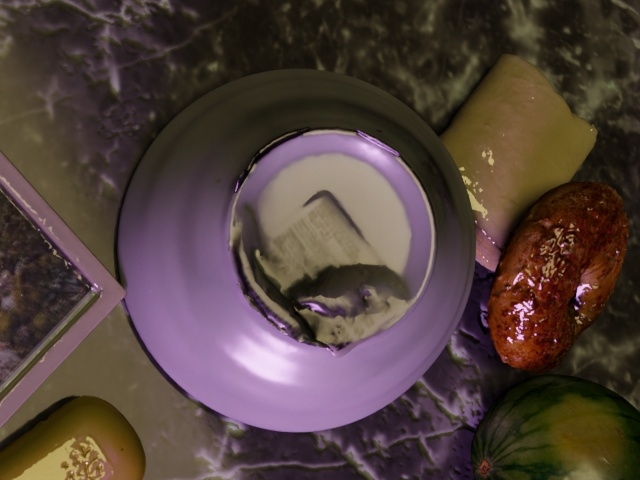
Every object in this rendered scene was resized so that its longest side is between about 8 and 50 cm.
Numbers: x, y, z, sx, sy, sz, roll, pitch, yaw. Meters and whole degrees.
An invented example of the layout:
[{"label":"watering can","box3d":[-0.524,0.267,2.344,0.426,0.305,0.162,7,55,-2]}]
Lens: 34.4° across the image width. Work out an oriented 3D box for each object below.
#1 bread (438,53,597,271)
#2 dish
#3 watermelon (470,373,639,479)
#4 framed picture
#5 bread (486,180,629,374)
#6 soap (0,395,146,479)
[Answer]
[{"label":"bread","box3d":[0.177,-0.075,0.985,0.139,0.060,0.178,44,66,-15]},{"label":"dish","box3d":[0.000,0.000,0.835,0.316,0.106,0.316,2,84,-17]},{"label":"watermelon","box3d":[0.250,0.228,0.942,0.232,0.127,0.204,33,66,-25]},{"label":"framed picture","box3d":[-0.313,0.064,0.708,0.324,0.020,0.240,-48,113,-28]},{"label":"bread","box3d":[0.225,0.034,0.956,0.193,0.064,0.193,-25,126,-40]},{"label":"soap","box3d":[-0.196,0.179,0.768,0.140,0.045,0.089,-36,103,-26]}]
